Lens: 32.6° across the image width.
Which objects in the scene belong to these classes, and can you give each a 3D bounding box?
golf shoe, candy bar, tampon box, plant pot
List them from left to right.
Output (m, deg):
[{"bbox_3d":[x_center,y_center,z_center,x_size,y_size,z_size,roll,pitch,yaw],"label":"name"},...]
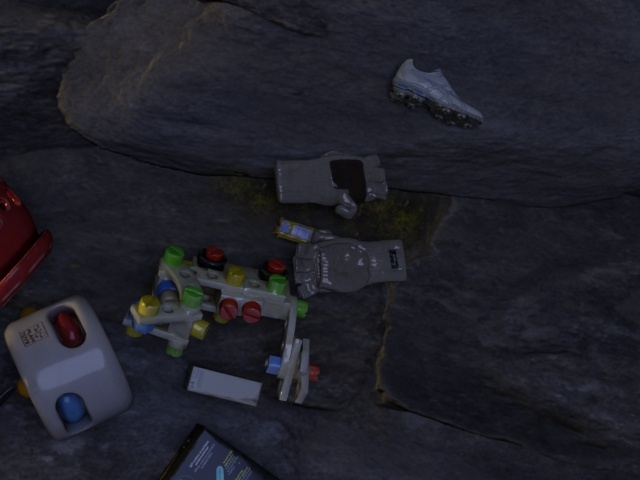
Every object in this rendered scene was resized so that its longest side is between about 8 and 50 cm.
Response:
[{"bbox_3d":[-0.501,0.004,1.602,0.174,0.191,0.191,42,76,-12],"label":"plant pot"},{"bbox_3d":[-0.156,0.381,1.705,0.161,0.101,0.120,37,77,-8],"label":"tampon box"},{"bbox_3d":[0.000,0.000,1.823,0.162,0.018,0.040,18,77,-12],"label":"candy bar"},{"bbox_3d":[0.209,-0.254,1.879,0.176,0.069,0.086,23,74,-13],"label":"golf shoe"}]

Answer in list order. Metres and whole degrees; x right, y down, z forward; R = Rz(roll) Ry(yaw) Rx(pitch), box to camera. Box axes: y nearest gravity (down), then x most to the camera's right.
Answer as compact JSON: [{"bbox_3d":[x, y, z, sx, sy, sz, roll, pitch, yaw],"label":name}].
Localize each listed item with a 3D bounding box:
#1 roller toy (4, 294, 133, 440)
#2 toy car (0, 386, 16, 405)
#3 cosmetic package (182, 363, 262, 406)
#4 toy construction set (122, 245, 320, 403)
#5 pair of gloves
[{"bbox_3d":[-0.378,0.187,1.616,0.146,0.191,0.209,-25,92,-15],"label":"roller toy"},{"bbox_3d":[-0.540,0.251,1.596,0.188,0.155,0.148,-23,92,-25],"label":"toy car"},{"bbox_3d":[-0.156,0.230,1.741,0.115,0.060,0.041,16,83,-12],"label":"cosmetic package"},{"bbox_3d":[-0.136,0.115,1.684,0.328,0.215,0.151,26,116,-20],"label":"toy construction set"},{"bbox_3d":[0.030,-0.031,1.808,0.204,0.042,0.240,-11,84,-26],"label":"pair of gloves"}]
